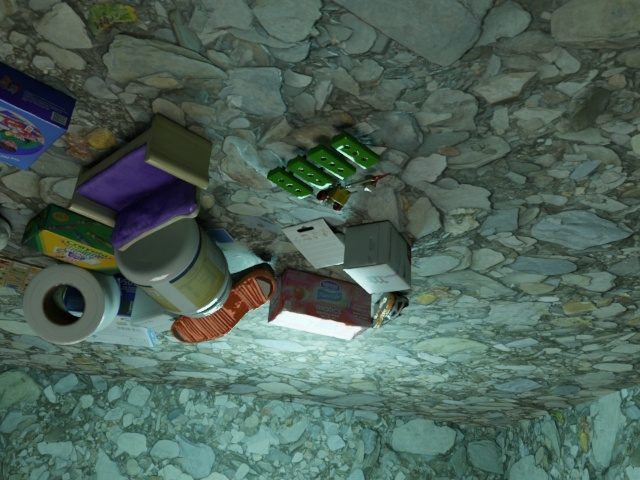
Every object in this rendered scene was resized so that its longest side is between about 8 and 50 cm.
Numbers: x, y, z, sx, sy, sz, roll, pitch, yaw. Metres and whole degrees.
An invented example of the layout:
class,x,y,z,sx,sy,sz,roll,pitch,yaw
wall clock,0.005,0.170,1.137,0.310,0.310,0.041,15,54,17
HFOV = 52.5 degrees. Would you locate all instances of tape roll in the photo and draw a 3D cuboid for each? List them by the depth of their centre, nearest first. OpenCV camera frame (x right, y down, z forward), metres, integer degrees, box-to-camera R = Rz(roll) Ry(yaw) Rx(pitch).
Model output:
class,x,y,z,sx,sy,sz,roll,pitch,yaw
tape roll,-0.761,0.187,1.998,0.246,0.246,0.169,6,-178,-2

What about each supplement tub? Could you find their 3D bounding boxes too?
class,x,y,z,sx,sy,sz,roll,pitch,yaw
supplement tub,-0.384,0.067,1.758,0.228,0.228,0.316,-2,153,14

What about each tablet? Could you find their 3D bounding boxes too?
class,x,y,z,sx,sy,sz,roll,pitch,yaw
tablet,-0.279,-0.014,1.826,0.054,0.006,0.083,-3,152,17

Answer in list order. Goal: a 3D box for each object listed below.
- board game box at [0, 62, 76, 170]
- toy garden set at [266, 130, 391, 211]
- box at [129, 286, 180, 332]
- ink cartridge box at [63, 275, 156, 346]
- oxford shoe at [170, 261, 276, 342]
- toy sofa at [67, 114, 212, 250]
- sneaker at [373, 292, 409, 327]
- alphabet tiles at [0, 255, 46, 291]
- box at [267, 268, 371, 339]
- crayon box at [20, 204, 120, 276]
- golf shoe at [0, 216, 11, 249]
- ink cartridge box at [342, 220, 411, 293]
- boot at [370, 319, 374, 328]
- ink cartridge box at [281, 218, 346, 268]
class,x,y,z,sx,sy,sz,roll,pitch,yaw
board game box,-0.703,-0.280,1.281,0.347,0.078,0.233,26,147,-36
toy garden set,0.037,-0.154,1.444,0.244,0.049,0.204,-21,142,41
box,-0.492,0.182,2.062,0.181,0.182,0.119,-17,147,38
ink cartridge box,-0.717,0.235,2.245,0.270,0.151,0.395,6,155,-4
oxford shoe,-0.288,0.189,1.960,0.364,0.132,0.130,-29,114,8
toy sofa,-0.412,-0.117,1.451,0.362,0.177,0.150,-19,145,41
sneaker,0.229,0.239,2.166,0.083,0.084,0.215,5,153,-12
alphabet tiles,-1.072,0.115,2.224,0.342,0.011,0.285,18,151,-25
box,-0.001,0.207,2.069,0.300,0.142,0.154,14,152,-18
crayon box,-0.680,0.006,1.852,0.278,0.081,0.165,26,147,-36
golf shoe,-0.936,-0.023,1.778,0.115,0.140,0.306,7,155,-8
ink cartridge box,0.155,0.047,1.734,0.127,0.128,0.176,-9,150,26
boot,0.156,0.312,2.382,0.114,0.037,0.106,6,156,-13
ink cartridge box,0.000,0.000,1.789,0.145,0.045,0.179,-13,130,34
